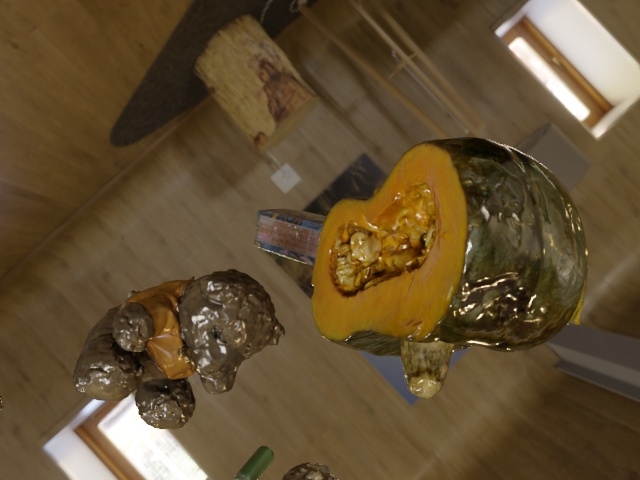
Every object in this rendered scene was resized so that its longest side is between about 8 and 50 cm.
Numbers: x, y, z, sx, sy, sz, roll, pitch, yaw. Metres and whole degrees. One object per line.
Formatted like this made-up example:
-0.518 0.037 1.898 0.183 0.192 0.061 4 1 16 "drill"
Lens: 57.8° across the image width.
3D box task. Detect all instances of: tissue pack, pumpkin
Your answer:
0.000 0.000 0.815 0.116 0.155 0.065 -2 106 -55 "tissue pack"
0.104 0.041 0.573 0.139 0.221 0.317 5 165 -26 "pumpkin"

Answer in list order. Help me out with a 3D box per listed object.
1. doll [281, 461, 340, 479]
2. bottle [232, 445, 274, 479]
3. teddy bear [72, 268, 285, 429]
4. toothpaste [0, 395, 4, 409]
-0.058 0.374 0.751 0.221 0.105 0.115 -34 -165 14 "doll"
-0.101 0.344 0.872 0.030 0.030 0.083 -44 175 28 "bottle"
-0.136 0.097 0.596 0.190 0.140 0.177 -19 143 13 "teddy bear"
-0.635 0.165 0.870 0.110 0.327 0.077 -41 167 -43 "toothpaste"
